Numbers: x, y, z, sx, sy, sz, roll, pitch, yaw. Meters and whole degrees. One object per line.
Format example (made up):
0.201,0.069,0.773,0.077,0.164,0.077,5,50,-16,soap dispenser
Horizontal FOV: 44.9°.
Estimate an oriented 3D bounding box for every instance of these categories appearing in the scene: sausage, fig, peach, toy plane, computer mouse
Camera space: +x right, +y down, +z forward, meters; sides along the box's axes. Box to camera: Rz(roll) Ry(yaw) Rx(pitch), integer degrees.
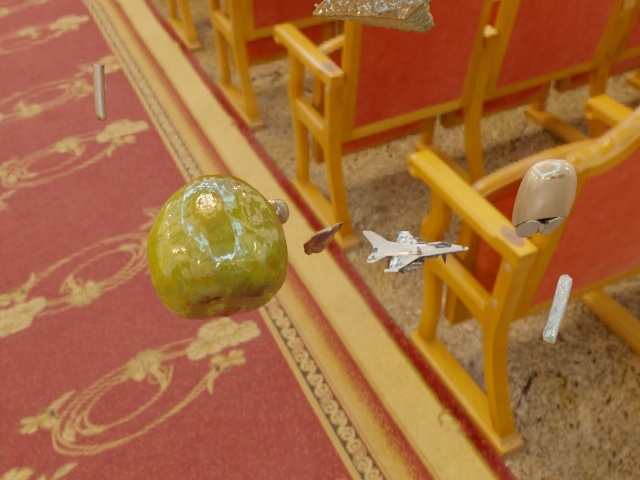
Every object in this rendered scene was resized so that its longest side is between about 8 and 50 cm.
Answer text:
-0.458,-0.307,1.610,0.026,0.116,0.026,-1,9,0,sausage
-0.239,0.007,1.786,0.343,0.343,0.343,-3,39,2,fig
-0.122,-0.074,2.065,0.083,0.083,0.083,-3,39,2,peach
0.207,0.029,1.721,0.234,0.082,0.160,9,36,12,toy plane
0.569,-0.102,1.967,0.145,0.236,0.082,-6,43,-13,computer mouse

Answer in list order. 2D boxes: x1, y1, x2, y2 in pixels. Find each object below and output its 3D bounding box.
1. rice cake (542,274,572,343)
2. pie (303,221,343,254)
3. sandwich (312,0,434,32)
0.524,0.148,1.709,0.030,0.042,0.180,11,50,24,rice cake
0.000,0.000,1.971,0.092,0.170,0.034,-20,75,-17,pie
0.113,-0.355,1.080,0.236,0.128,0.122,-37,-5,16,sandwich
